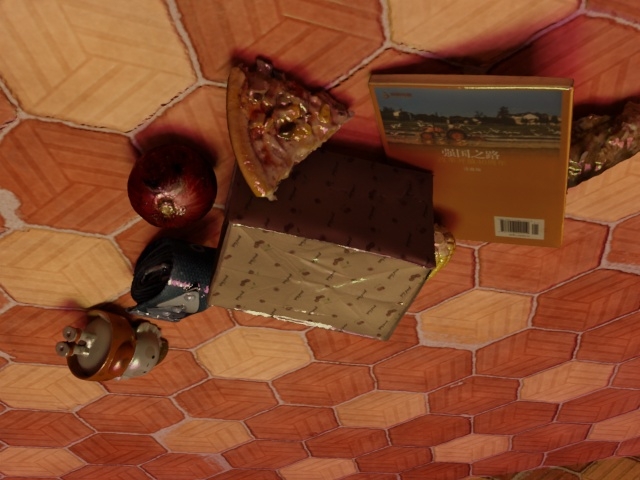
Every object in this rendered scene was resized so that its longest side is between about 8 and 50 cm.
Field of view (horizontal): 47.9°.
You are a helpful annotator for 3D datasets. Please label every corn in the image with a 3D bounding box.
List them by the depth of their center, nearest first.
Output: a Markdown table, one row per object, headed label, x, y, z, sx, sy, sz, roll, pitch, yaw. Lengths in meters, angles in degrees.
| label | x | y | z | sx | sy | sz | roll | pitch | yaw |
| --- | --- | --- | --- | --- | --- | --- | --- | --- | --- |
| corn | 0.166 | 0.033 | 1.239 | 0.081 | 0.081 | 0.248 | 0 | 163 | -9 |

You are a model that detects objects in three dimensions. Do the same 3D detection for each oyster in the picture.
| label | x | y | z | sx | sy | sz | roll | pitch | yaw |
| --- | --- | --- | --- | --- | --- | --- | --- | --- | --- |
| oyster | 0.377 | -0.106 | 1.125 | 0.166 | 0.093 | 0.294 | 0 | 151 | -24 |

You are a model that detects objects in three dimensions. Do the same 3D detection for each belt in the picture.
| label | x | y | z | sx | sy | sz | roll | pitch | yaw |
| --- | --- | --- | --- | --- | --- | --- | --- | --- | --- |
| belt | -0.232 | 0.067 | 1.216 | 0.129 | 0.122 | 0.218 | 15 | 161 | -27 |

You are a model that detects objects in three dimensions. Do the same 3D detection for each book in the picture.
| label | x | y | z | sx | sy | sz | roll | pitch | yaw |
| --- | --- | --- | --- | --- | --- | --- | --- | --- | --- |
| book | 0.229 | -0.105 | 1.068 | 0.263 | 0.028 | 0.373 | 7 | 149 | 20 |

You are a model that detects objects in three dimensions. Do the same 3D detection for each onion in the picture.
| label | x | y | z | sx | sy | sz | roll | pitch | yaw |
| --- | --- | --- | --- | --- | --- | --- | --- | --- | --- |
| onion | -0.215 | -0.078 | 1.040 | 0.131 | 0.131 | 0.131 | -4 | 145 | -3 |

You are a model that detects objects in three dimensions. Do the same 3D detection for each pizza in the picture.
| label | x | y | z | sx | sy | sz | roll | pitch | yaw |
| --- | --- | --- | --- | --- | --- | --- | --- | --- | --- |
| pizza | -0.031 | -0.155 | 0.959 | 0.195 | 0.184 | 0.052 | -17 | -169 | -32 |

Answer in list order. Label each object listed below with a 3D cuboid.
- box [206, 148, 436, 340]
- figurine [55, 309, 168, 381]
| label | x | y | z | sx | sy | sz | roll | pitch | yaw |
| --- | --- | --- | --- | --- | --- | --- | --- | --- | --- |
| box | 0.000 | 0.000 | 1.083 | 0.297 | 0.190 | 0.225 | 11 | 142 | -10 |
| figurine | -0.404 | 0.213 | 1.428 | 0.143 | 0.143 | 0.271 | -17 | 168 | 15 |
